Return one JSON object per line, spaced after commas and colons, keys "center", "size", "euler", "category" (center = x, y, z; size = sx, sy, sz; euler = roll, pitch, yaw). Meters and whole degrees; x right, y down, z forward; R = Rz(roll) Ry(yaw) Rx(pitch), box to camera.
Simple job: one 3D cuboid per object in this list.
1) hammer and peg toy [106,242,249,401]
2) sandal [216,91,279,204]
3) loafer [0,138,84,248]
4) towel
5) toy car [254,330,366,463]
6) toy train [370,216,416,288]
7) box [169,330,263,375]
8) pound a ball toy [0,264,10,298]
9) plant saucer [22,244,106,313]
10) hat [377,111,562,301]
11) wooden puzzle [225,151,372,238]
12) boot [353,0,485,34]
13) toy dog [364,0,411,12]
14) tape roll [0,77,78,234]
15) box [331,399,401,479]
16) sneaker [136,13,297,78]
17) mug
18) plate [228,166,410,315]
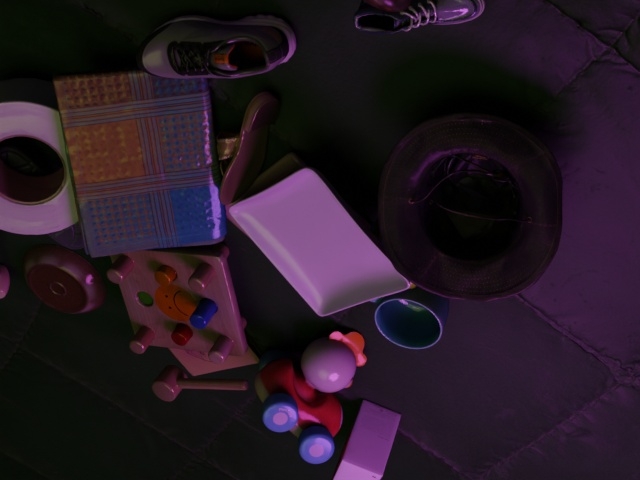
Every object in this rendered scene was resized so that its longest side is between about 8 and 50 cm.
{"center": [-0.269, 0.162, 2.199], "size": [0.266, 0.127, 0.361], "euler": [4, 126, 22], "category": "hammer and peg toy"}
{"center": [-0.144, -0.178, 1.912], "size": [0.079, 0.088, 0.240], "euler": [46, 133, 24], "category": "sandal"}
{"center": [-0.545, -0.099, 2.145], "size": [0.096, 0.084, 0.267], "euler": [-33, 121, 6], "category": "loafer"}
{"center": [-0.317, -0.142, 1.943], "size": [0.272, 0.040, 0.370], "euler": [-6, 124, -3], "category": "towel"}
{"center": [0.010, 0.286, 2.206], "size": [0.238, 0.219, 0.210], "euler": [-41, 110, 12], "category": "toy car"}
{"center": [0.191, 0.037, 1.926], "size": [0.248, 0.105, 0.143], "euler": [31, 132, -7], "category": "toy train"}
{"center": [-0.243, 0.219, 2.335], "size": [0.201, 0.021, 0.164], "euler": [-15, 123, 32], "category": "box"}
{"center": [-0.796, -0.020, 2.294], "size": [0.208, 0.135, 0.319], "euler": [-8, 131, -4], "category": "pound a ball toy"}
{"center": [-0.563, 0.095, 2.344], "size": [0.199, 0.036, 0.198], "euler": [11, 134, 12], "category": "plant saucer"}
{"center": [0.248, -0.069, 1.790], "size": [0.332, 0.134, 0.331], "euler": [4, 114, 10], "category": "hat"}
{"center": [-0.049, -0.034, 2.008], "size": [0.221, 0.044, 0.239], "euler": [43, 132, -18], "category": "wooden puzzle"}
{"center": [0.147, -0.339, 1.618], "size": [0.190, 0.086, 0.069], "euler": [3, 131, 20], "category": "boot"}
{"center": [0.012, -0.459, 1.391], "size": [0.408, 0.284, 0.395], "euler": [25, 164, -24], "category": "toy dog"}
{"center": [-0.539, -0.153, 1.993], "size": [0.286, 0.100, 0.286], "euler": [-2, 125, -3], "category": "tape roll"}
{"center": [0.094, 0.451, 2.301], "size": [0.091, 0.170, 0.130], "euler": [22, 134, 2], "category": "box"}
{"center": [-0.180, -0.308, 1.752], "size": [0.272, 0.108, 0.100], "euler": [-3, 119, 19], "category": "sneaker"}
{"center": [0.168, 0.114, 2.014], "size": [0.130, 0.097, 0.157], "euler": [-12, 124, 31], "category": "mug"}
{"center": [0.000, 0.000, 1.916], "size": [0.278, 0.045, 0.277], "euler": [49, 145, -13], "category": "plate"}
